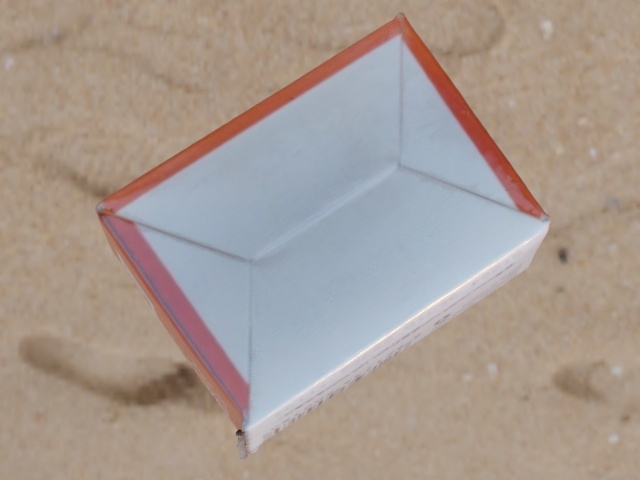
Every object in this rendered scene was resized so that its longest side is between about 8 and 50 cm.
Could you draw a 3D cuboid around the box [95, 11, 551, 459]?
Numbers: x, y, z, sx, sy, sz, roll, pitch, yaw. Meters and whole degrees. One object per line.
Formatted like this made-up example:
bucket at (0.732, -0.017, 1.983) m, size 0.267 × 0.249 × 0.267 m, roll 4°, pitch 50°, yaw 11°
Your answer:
box at (0.000, 0.000, 0.836) m, size 0.182 × 0.133 × 0.099 m, roll -35°, pitch 167°, yaw -9°
